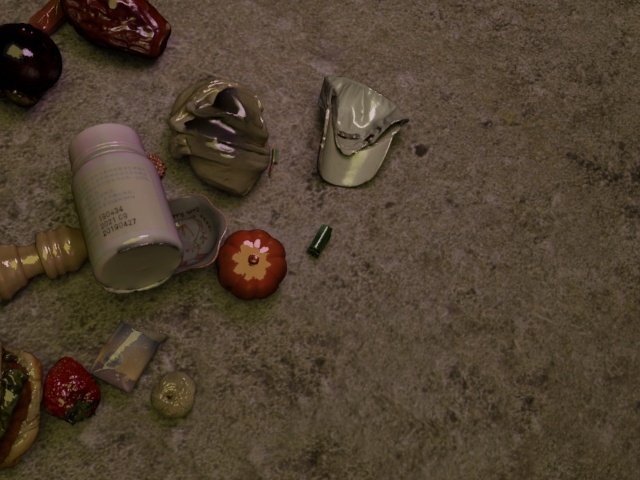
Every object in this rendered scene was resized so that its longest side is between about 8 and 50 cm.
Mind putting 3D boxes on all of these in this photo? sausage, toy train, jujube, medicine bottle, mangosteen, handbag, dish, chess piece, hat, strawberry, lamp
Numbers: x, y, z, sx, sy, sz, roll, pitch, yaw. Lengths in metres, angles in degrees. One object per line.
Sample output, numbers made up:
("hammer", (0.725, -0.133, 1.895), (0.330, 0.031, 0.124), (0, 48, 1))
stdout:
("sausage", (-0.725, -0.618, 1.754), (0.065, 0.065, 0.169), (36, 74, -1))
("toy train", (0.000, 0.000, 1.755), (0.038, 0.056, 0.093), (30, 70, 1))
("jujube", (-0.546, -0.598, 1.723), (0.290, 0.197, 0.197), (28, 73, -10))
("medicine bottle", (-0.477, -0.084, 1.557), (0.214, 0.213, 0.378), (-16, 62, -14))
("mangosteen", (-0.766, -0.452, 1.647), (0.210, 0.210, 0.209), (3, 77, -11))
("handbag", (-0.472, 0.274, 1.585), (0.117, 0.095, 0.173), (35, 78, -19))
("dish", (-0.341, -0.005, 1.662), (0.230, 0.081, 0.229), (-3, 65, 6))
("chess piece", (-0.670, 0.040, 1.593), (0.307, 0.124, 0.138), (-19, 50, -18))
("hat", (0.077, -0.301, 1.816), (0.258, 0.168, 0.301), (16, 98, -28))
("strawberry", (-0.596, 0.357, 1.525), (0.131, 0.131, 0.148), (-41, 66, -17))
("lamp", (-0.176, 0.060, 1.652), (0.188, 0.164, 0.187), (2, 79, -10))

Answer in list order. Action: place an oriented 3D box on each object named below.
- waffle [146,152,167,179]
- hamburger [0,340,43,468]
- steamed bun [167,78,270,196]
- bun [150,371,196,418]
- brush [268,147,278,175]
("waffle", (-0.455, -0.195, 1.727), (0.075, 0.029, 0.083), (-36, 84, -17))
("hamburger", (-0.728, 0.344, 1.436), (0.209, 0.162, 0.329), (-20, 71, 25))
("steamed bun", (-0.257, -0.288, 1.698), (0.320, 0.206, 0.275), (45, 71, -2))
("bun", (-0.360, 0.381, 1.589), (0.115, 0.069, 0.115), (3, 77, -12))
("brush", (-0.130, -0.217, 1.801), (0.021, 0.019, 0.083), (13, 73, -18))
